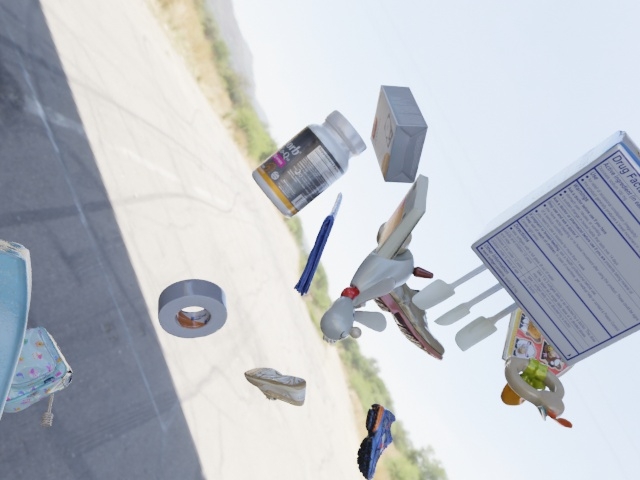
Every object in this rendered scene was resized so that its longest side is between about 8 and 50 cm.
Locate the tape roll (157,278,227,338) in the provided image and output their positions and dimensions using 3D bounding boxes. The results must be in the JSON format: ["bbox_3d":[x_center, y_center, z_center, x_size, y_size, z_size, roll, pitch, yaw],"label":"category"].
[{"bbox_3d":[-0.407,0.220,2.009,0.219,0.219,0.072,69,5,-45],"label":"tape roll"}]

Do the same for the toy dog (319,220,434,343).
[{"bbox_3d":[0.144,0.118,1.446,0.161,0.334,0.220,27,-19,16],"label":"toy dog"}]

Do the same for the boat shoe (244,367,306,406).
[{"bbox_3d":[-0.099,0.314,1.340,0.170,0.063,0.059,6,-75,43],"label":"boat shoe"}]

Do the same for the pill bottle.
[{"bbox_3d":[-0.027,-0.200,1.628,0.162,0.278,0.162,50,1,-1],"label":"pill bottle"}]

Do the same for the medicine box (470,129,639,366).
[{"bbox_3d":[0.453,0.014,1.042,0.263,0.289,0.149,51,30,2],"label":"medicine box"}]

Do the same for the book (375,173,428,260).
[{"bbox_3d":[0.154,-0.044,1.171,0.144,0.035,0.096,121,-11,-46],"label":"book"}]

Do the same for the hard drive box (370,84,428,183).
[{"bbox_3d":[0.214,-0.297,1.750,0.232,0.089,0.181,-99,-166,-51],"label":"hard drive box"}]

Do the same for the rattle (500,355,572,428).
[{"bbox_3d":[0.417,0.335,1.256,0.130,0.143,0.200,28,25,-24],"label":"rattle"}]

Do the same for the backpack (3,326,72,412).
[{"bbox_3d":[-0.730,0.318,1.539,0.166,0.188,0.144,52,-20,19],"label":"backpack"}]

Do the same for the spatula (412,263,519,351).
[{"bbox_3d":[0.322,0.105,1.251,0.168,0.242,0.019,44,-23,45],"label":"spatula"}]

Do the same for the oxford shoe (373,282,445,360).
[{"bbox_3d":[0.286,0.220,1.888,0.348,0.130,0.123,50,-13,-21],"label":"oxford shoe"}]

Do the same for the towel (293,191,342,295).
[{"bbox_3d":[0.000,0.000,1.808,0.336,0.040,0.243,-68,179,-74],"label":"towel"}]

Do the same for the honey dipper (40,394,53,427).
[{"bbox_3d":[-0.857,0.512,1.998,0.030,0.030,0.161,70,9,-48],"label":"honey dipper"}]

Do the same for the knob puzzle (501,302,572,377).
[{"bbox_3d":[0.560,0.264,1.582,0.213,0.213,0.030,66,-28,20],"label":"knob puzzle"}]

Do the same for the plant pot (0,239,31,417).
[{"bbox_3d":[-0.566,0.108,0.963,0.247,0.252,0.248,24,-4,-24],"label":"plant pot"}]

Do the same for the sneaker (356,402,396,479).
[{"bbox_3d":[0.174,0.605,1.880,0.083,0.087,0.221,-15,-124,66],"label":"sneaker"}]
